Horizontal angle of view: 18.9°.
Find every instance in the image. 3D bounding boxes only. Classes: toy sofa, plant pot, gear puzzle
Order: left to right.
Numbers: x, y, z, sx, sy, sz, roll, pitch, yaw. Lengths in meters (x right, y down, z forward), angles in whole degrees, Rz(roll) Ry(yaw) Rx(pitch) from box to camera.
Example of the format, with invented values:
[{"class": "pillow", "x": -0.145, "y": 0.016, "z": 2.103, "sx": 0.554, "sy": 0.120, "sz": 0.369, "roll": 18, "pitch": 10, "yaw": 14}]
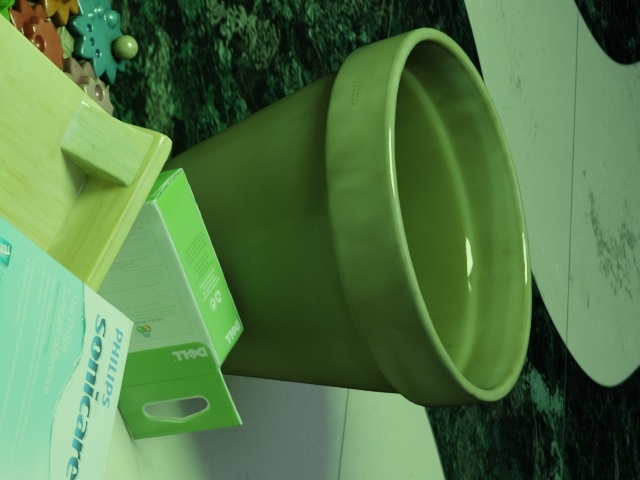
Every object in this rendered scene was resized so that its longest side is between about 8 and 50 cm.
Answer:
[{"class": "toy sofa", "x": -0.277, "y": -0.101, "z": 1.288, "sx": 0.362, "sy": 0.177, "sz": 0.150, "roll": 46, "pitch": 64, "yaw": -52}, {"class": "gear puzzle", "x": -0.240, "y": -0.213, "z": 1.510, "sx": 0.339, "sy": 0.044, "sz": 0.175, "roll": 52, "pitch": 36, "yaw": -47}, {"class": "plant pot", "x": 0.000, "y": 0.000, "z": 1.671, "sx": 0.323, "sy": 0.280, "sz": 0.323, "roll": -10, "pitch": 90, "yaw": -68}]

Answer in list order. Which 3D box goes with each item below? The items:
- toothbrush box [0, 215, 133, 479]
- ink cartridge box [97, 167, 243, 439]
[{"class": "toothbrush box", "x": -0.258, "y": 0.093, "z": 1.215, "sx": 0.295, "sy": 0.126, "sz": 0.216, "roll": 43, "pitch": 48, "yaw": -52}, {"class": "ink cartridge box", "x": -0.134, "y": 0.054, "z": 1.558, "sx": 0.209, "sy": 0.109, "sz": 0.062, "roll": 70, "pitch": 26, "yaw": -21}]
